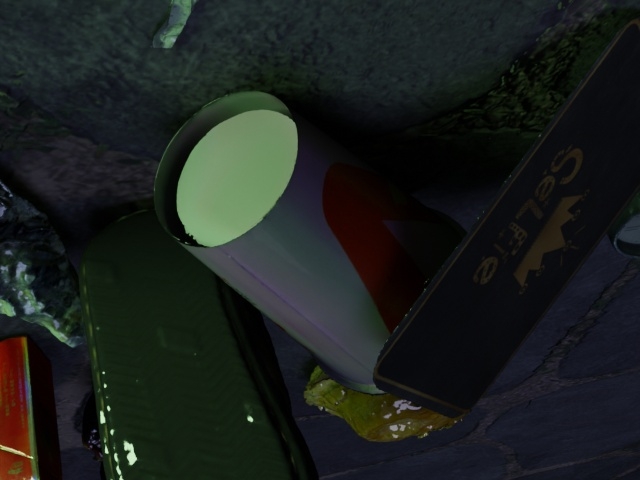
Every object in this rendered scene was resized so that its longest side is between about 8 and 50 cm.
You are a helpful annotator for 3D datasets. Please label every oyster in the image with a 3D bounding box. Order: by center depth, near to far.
[{"bbox_3d":[-0.313,0.005,0.846,0.200,0.087,0.252,-4,145,-6],"label":"oyster"}]

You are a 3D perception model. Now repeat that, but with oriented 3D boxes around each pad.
[{"bbox_3d":[0.198,0.001,0.839,0.375,0.063,0.315,-55,146,3],"label":"pad"}]

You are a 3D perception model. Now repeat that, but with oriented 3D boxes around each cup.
[{"bbox_3d":[0.000,0.000,0.860,0.203,0.203,0.288,-23,146,22],"label":"cup"}]

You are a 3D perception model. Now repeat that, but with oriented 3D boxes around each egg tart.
[{"bbox_3d":[0.123,0.215,1.433,0.295,0.116,0.294,-10,157,-4],"label":"egg tart"}]

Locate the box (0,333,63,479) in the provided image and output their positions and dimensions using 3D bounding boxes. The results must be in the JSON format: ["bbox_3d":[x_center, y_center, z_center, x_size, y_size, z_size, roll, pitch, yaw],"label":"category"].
[{"bbox_3d":[-0.334,0.207,1.132,0.048,0.175,0.112,-11,154,-4],"label":"box"}]

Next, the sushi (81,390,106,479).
[{"bbox_3d":[-0.224,0.227,1.272,0.172,0.153,0.150,-3,145,35],"label":"sushi"}]

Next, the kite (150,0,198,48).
[{"bbox_3d":[-0.056,-0.194,0.612,0.229,0.012,0.250,2,153,-25],"label":"kite"}]

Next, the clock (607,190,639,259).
[{"bbox_3d":[0.423,-0.042,1.115,0.215,0.041,0.215,-10,155,-5],"label":"clock"}]

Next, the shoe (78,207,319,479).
[{"bbox_3d":[-0.106,0.173,0.925,0.171,0.383,0.237,-21,156,-5],"label":"shoe"}]
